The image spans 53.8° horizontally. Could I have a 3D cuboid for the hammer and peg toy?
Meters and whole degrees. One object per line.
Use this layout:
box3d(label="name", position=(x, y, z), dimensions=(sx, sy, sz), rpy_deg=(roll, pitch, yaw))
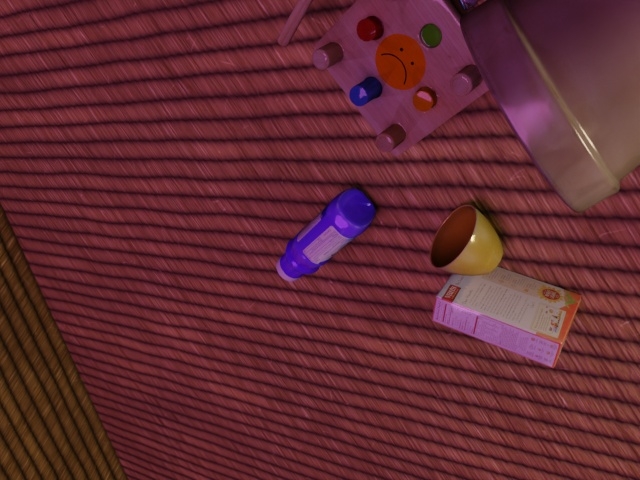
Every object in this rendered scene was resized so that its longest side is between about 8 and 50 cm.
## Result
box3d(label="hammer and peg toy", position=(0.102, -0.343, 1.069), dimensions=(0.361, 0.127, 0.266), rpy_deg=(51, 136, -3))

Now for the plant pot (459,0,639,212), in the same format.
box3d(label="plant pot", position=(0.390, -0.240, 0.835), dimensions=(0.280, 0.323, 0.323), rpy_deg=(-30, 99, 28))

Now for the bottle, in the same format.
box3d(label="bottle", position=(0.000, 0.000, 1.370), dimensions=(0.092, 0.118, 0.283), rpy_deg=(48, 133, 0))

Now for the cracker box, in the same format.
box3d(label="cracker box", position=(0.346, 0.126, 1.178), dimensions=(0.232, 0.155, 0.067), rpy_deg=(21, 129, 24))

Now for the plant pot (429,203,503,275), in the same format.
box3d(label="plant pot", position=(0.284, 0.013, 1.184), dimensions=(0.095, 0.134, 0.134), rpy_deg=(28, 137, -17))

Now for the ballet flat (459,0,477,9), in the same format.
box3d(label="ballet flat", position=(0.216, -0.424, 1.001), dimensions=(0.041, 0.041, 0.114), rpy_deg=(-28, 100, 43))
